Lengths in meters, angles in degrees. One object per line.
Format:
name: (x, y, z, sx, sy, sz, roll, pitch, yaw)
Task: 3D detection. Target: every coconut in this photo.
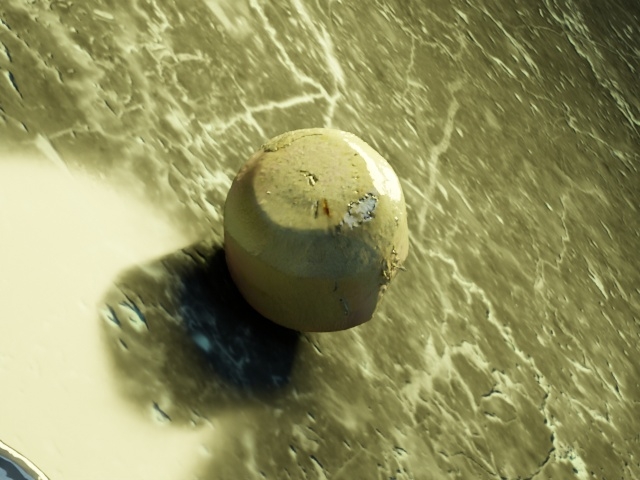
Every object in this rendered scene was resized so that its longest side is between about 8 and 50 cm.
coconut: (0.000, 0.000, 1.669, 0.183, 0.170, 0.171, 81, -9, -57)

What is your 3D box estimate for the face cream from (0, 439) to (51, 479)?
face cream: (-0.228, 0.209, 1.066, 0.177, 0.153, 0.177, 36, 30, -25)
